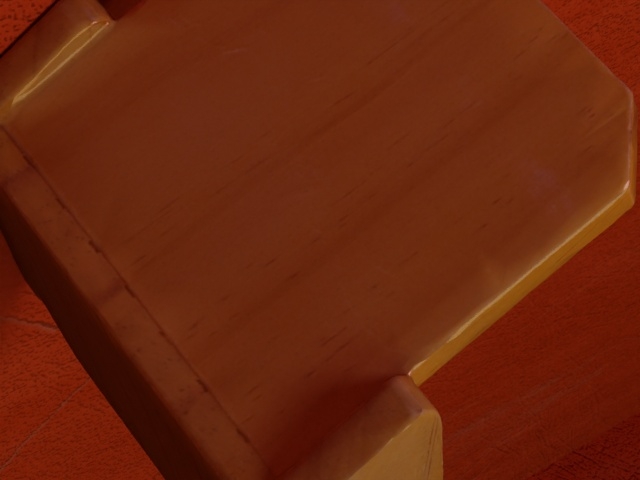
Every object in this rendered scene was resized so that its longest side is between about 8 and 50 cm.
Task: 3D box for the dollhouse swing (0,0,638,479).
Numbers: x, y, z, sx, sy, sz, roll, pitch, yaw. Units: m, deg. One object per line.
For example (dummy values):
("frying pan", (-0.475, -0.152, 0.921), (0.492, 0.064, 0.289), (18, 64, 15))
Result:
("dollhouse swing", (0.000, 0.000, 1.134), (0.305, 0.347, 0.315), (-35, 154, -14))
